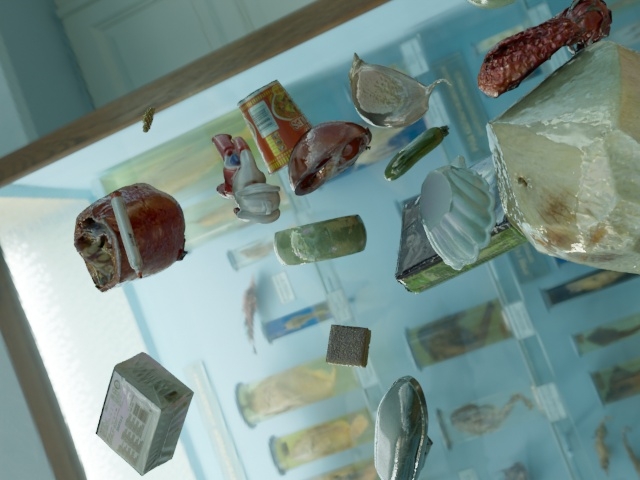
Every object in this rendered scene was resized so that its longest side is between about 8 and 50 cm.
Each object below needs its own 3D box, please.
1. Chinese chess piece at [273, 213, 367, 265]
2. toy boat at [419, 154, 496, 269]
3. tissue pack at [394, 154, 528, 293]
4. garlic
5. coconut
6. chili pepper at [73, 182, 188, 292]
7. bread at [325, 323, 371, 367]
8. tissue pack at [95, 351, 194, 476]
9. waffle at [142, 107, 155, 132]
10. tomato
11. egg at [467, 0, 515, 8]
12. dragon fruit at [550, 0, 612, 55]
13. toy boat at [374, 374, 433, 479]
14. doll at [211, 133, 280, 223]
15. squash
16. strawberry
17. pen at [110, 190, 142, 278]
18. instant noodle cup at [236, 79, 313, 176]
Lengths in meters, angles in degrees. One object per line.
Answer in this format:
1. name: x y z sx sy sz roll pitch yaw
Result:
1. Chinese chess piece: 0.000 0.000 1.930 0.250 0.250 0.101 -16 -85 -76
2. toy boat: 0.300 -0.075 1.670 0.100 0.199 0.290 22 -138 -25
3. tissue pack: 0.383 -0.049 1.948 0.124 0.394 0.288 35 -133 -24
4. garlic: 0.186 -0.329 1.712 0.128 0.266 0.148 -66 -25 -20
5. coconut: 0.471 -0.127 1.231 0.415 0.415 0.345 62 -163 -22
6. chili pepper: -0.516 -0.005 1.898 0.305 0.229 0.251 -34 -38 -62
7. bread: 0.063 0.241 1.652 0.035 0.094 0.090 34 -118 -61
8. tissue pack: -0.432 0.421 1.774 0.185 0.225 0.124 34 -151 24
9. waffle: -0.534 -0.372 2.248 0.078 0.016 0.085 -66 -2 -48
10. tomato: 0.005 -0.213 1.679 0.112 0.228 0.199 52 158 11
11. egg: 0.560 -0.834 2.220 0.218 0.295 0.218 47 -147 -43
12. dragon fruit: 0.646 -0.533 1.790 0.121 0.142 0.130 54 161 -11
13. toy boat: 0.121 0.270 1.027 0.078 0.085 0.260 43 151 35
14. doll: -0.173 -0.129 1.616 0.384 0.099 0.188 -131 36 -61
15. squash: 0.296 -0.279 2.283 0.069 0.258 0.069 43 -161 -19
16. strawberry: 0.346 -0.319 1.232 0.082 0.188 0.121 51 -166 -2
17. pen: -0.375 -0.012 1.412 0.026 0.026 0.218 47 -166 -56
18. instant noodle cup: -0.117 -0.307 1.950 0.212 0.193 0.193 58 -165 -8
